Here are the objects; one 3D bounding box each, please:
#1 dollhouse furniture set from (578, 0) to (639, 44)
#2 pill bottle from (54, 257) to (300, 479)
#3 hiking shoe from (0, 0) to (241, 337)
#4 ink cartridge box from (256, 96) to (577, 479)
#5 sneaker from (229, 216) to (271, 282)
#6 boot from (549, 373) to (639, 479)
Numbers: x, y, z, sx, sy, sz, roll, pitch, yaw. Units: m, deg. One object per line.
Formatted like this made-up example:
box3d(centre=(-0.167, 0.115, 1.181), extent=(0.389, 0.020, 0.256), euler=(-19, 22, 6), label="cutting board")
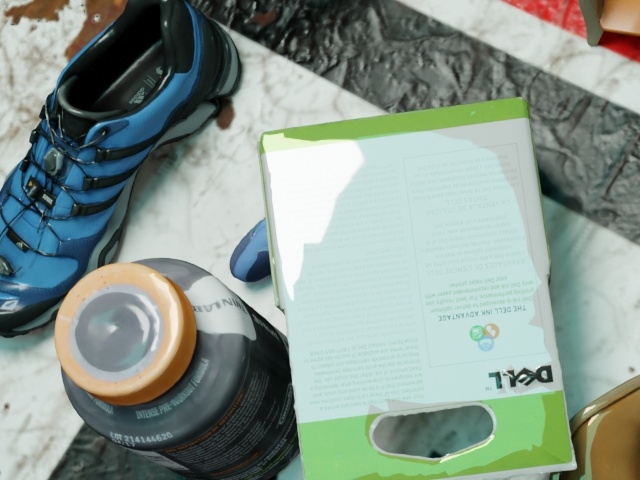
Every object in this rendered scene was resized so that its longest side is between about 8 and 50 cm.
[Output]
box3d(centre=(0.332, -0.242, 1.234), extent=(0.262, 0.135, 0.259), euler=(12, 77, 19), label="dollhouse furniture set")
box3d(centre=(-0.094, 0.089, 1.193), extent=(0.130, 0.246, 0.130), euler=(-4, 72, 14), label="pill bottle")
box3d(centre=(-0.190, -0.068, 1.331), extent=(0.113, 0.132, 0.304), euler=(32, 84, 22), label="hiking shoe")
box3d(centre=(0.066, 0.045, 1.208), extent=(0.188, 0.097, 0.255), euler=(-7, 78, 4), label="ink cartridge box")
box3d(centre=(0.000, 0.000, 1.299), extent=(0.144, 0.053, 0.059), euler=(-27, 70, 7), label="sneaker")
box3d(centre=(0.207, 0.194, 1.176), extent=(0.197, 0.073, 0.152), euler=(-45, 73, -1), label="boot")
